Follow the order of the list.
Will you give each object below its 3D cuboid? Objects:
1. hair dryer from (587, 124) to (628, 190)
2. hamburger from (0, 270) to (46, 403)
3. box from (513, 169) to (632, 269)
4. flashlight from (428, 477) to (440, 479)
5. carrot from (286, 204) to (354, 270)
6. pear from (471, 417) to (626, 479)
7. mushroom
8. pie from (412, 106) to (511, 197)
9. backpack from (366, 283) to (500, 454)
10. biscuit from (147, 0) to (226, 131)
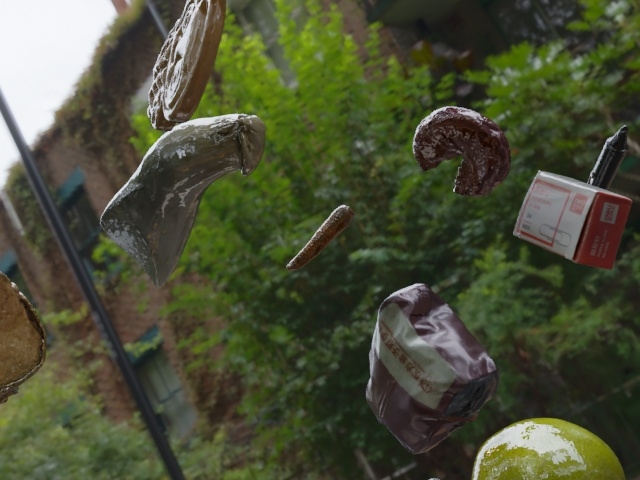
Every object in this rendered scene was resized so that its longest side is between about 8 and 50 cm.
[{"bbox_3d":[0.643,-0.144,2.475,0.189,0.107,0.352,-1,-41,-8],"label":"hair dryer"},{"bbox_3d":[-0.596,0.188,1.777,0.211,0.245,0.260,-24,-38,33],"label":"hamburger"},{"bbox_3d":[0.440,-0.038,1.836,0.099,0.182,0.133,12,-79,-27],"label":"box"},{"bbox_3d":[0.196,0.546,2.055,0.200,0.093,0.047,-31,4,-30],"label":"flashlight"},{"bbox_3d":[0.000,0.000,2.271,0.191,0.047,0.047,-48,-15,0],"label":"carrot"},{"bbox_3d":[0.281,0.311,1.278,0.198,0.198,0.198,-27,-14,-7],"label":"pear"},{"bbox_3d":[-0.234,-0.102,1.813,0.126,0.177,0.397,-29,-15,-49],"label":"mushroom"},{"bbox_3d":[0.301,-0.188,2.231,0.054,0.218,0.204,-56,-10,-43],"label":"pie"},{"bbox_3d":[0.211,0.281,2.127,0.197,0.283,0.317,-15,-39,-31],"label":"backpack"},{"bbox_3d":[-0.198,-0.257,1.495,0.044,0.202,0.288,14,-11,-23],"label":"biscuit"}]
